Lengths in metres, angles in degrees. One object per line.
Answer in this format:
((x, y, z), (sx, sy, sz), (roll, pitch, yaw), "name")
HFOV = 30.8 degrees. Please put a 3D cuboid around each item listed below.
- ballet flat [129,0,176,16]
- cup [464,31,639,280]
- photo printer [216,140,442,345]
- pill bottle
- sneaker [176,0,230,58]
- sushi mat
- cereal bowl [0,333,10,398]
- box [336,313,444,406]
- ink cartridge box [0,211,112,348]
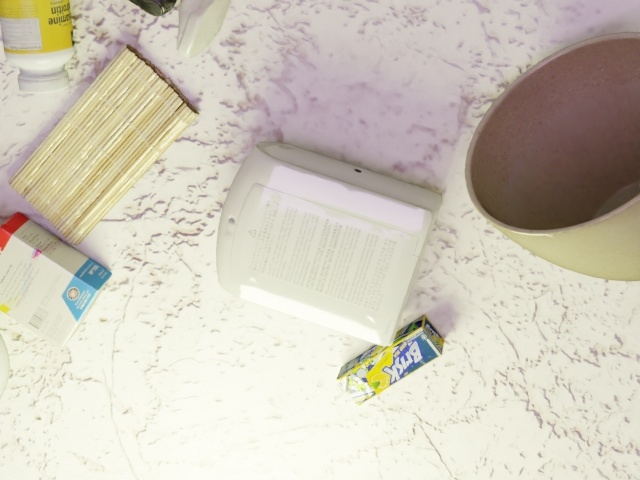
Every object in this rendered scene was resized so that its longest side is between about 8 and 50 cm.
((-0.285, -0.386, 1.689), (0.173, 0.049, 0.057), (35, 147, -1), "ballet flat")
((0.394, -0.076, 1.564), (0.331, 0.331, 0.237), (-29, 129, 19), "cup")
((0.000, 0.000, 1.745), (0.307, 0.107, 0.256), (18, 112, 3), "photo printer")
((-0.414, -0.313, 1.698), (0.103, 0.103, 0.184), (1, 111, 9), "pill bottle")
((-0.178, -0.370, 1.661), (0.094, 0.080, 0.212), (24, 106, 13), "sneaker")
((-0.339, -0.143, 1.797), (0.151, 0.019, 0.316), (43, 112, -7), "sushi mat")
((-0.628, 0.136, 1.850), (0.339, 0.141, 0.339), (24, 145, 18), "cereal bowl")
((0.111, 0.188, 1.827), (0.169, 0.054, 0.059), (-34, 101, 20), "box")
((-0.469, 0.051, 1.860), (0.231, 0.078, 0.134), (34, 113, -4), "ink cartridge box")
